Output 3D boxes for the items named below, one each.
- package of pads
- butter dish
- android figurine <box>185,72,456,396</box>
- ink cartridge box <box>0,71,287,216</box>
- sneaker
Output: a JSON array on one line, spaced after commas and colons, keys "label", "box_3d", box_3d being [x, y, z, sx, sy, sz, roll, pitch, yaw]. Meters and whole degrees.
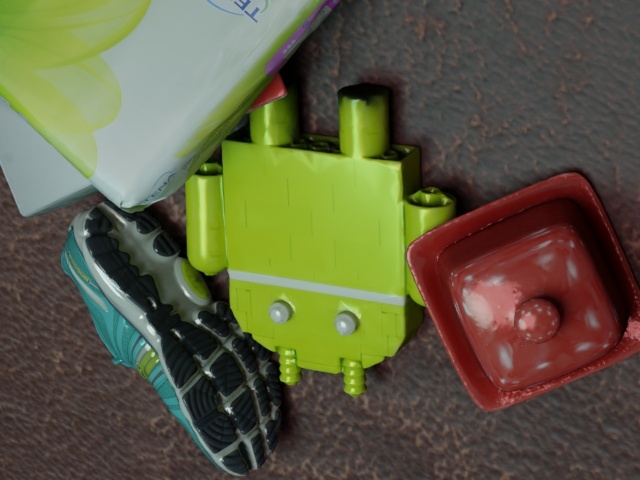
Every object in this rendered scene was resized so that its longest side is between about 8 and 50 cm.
[{"label": "package of pads", "box_3d": [-0.124, -0.195, 1.423, 0.229, 0.101, 0.296, 43, 97, 5]}, {"label": "butter dish", "box_3d": [0.164, 0.050, 1.405, 0.160, 0.118, 0.160, -24, 99, 7]}, {"label": "android figurine", "box_3d": [0.000, 0.000, 1.530, 0.248, 0.056, 0.273, 10, 113, 24]}, {"label": "ink cartridge box", "box_3d": [-0.196, -0.202, 1.514, 0.261, 0.066, 0.296, -23, 89, 34]}, {"label": "sneaker", "box_3d": [-0.133, 0.088, 1.628, 0.275, 0.107, 0.110, 56, 144, 3]}]
